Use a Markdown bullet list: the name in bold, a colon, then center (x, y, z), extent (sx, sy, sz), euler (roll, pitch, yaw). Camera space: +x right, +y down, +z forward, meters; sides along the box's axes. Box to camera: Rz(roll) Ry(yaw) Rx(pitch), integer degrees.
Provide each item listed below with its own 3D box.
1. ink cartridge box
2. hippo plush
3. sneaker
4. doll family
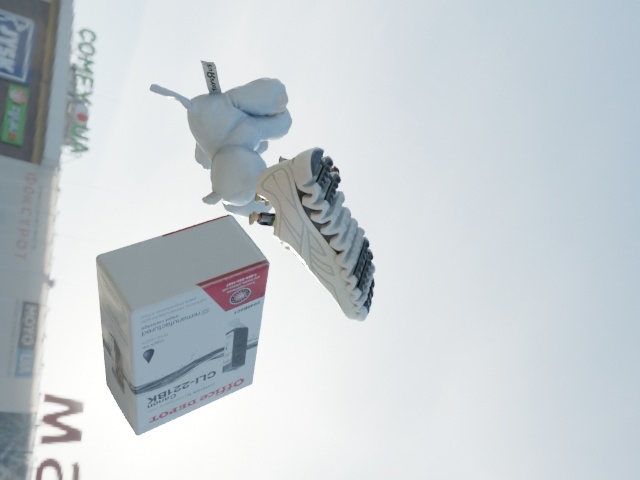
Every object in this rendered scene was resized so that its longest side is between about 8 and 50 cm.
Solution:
- **ink cartridge box**: center (-0.192, 0.121, 0.993), extent (0.114, 0.197, 0.273), euler (49, -36, 33)
- **hippo plush**: center (-0.139, -0.179, 1.380), extent (0.234, 0.294, 0.236), euler (-25, -117, -1)
- **sneaker**: center (0.000, 0.000, 1.092), extent (0.118, 0.292, 0.110), euler (-13, -154, 23)
- **doll family**: center (-0.042, -0.077, 1.203), extent (0.193, 0.111, 0.076), euler (138, -44, -56)
